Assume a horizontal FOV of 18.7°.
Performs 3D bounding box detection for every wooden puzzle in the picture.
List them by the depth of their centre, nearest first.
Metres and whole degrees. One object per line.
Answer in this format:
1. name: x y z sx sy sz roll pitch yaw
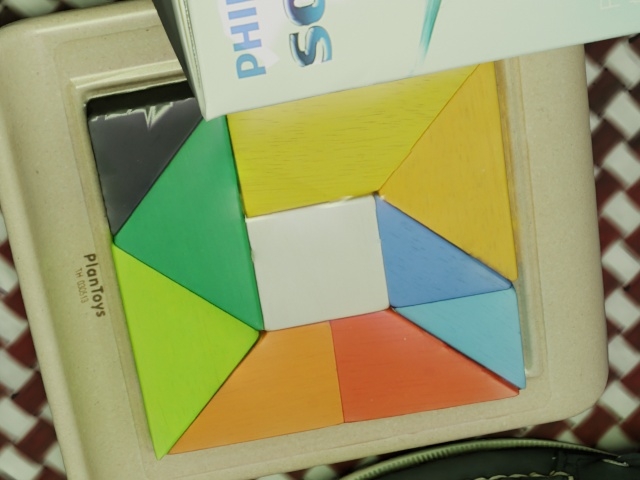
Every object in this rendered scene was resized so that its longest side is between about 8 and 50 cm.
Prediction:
1. wooden puzzle: 0.000 0.000 0.772 0.239 0.044 0.221 -13 118 -7

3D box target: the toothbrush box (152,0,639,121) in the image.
1. toothbrush box: 0.079 -0.153 0.650 0.296 0.216 0.126 -11 112 -8

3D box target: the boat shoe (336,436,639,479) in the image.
1. boat shoe: 0.148 0.150 0.810 0.340 0.113 0.127 11 78 -16
